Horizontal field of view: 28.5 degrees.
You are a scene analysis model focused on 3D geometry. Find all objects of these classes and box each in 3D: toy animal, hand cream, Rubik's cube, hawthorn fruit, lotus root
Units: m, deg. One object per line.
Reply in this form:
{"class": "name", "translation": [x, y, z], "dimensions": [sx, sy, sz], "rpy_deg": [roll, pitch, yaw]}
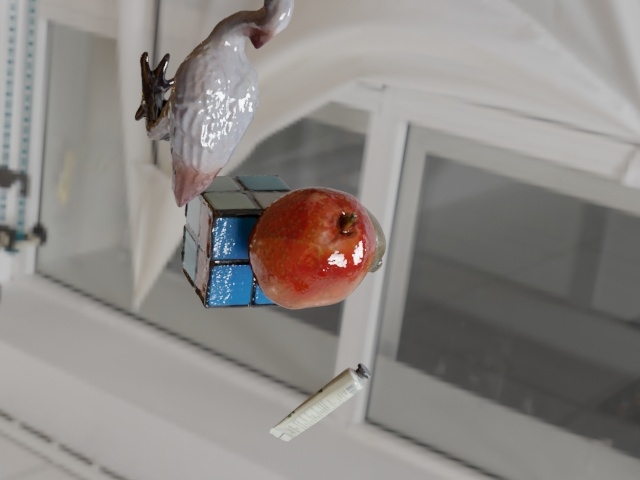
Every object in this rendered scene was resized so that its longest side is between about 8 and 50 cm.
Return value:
{"class": "toy animal", "translation": [-0.112, -0.164, 1.312], "dimensions": [0.090, 0.195, 0.324], "rpy_deg": [4, 155, -35]}
{"class": "hand cream", "translation": [0.003, 0.331, 2.554], "dimensions": [0.080, 0.234, 0.050], "rpy_deg": [37, -162, -51]}
{"class": "Rubik's cube", "translation": [-0.131, 0.000, 2.116], "dimensions": [0.167, 0.183, 0.180], "rpy_deg": [0, -159, -21]}
{"class": "hawthorn fruit", "translation": [0.000, 0.000, 1.926], "dimensions": [0.196, 0.196, 0.225], "rpy_deg": [-4, 162, -34]}
{"class": "lotus root", "translation": [0.054, -0.001, 2.259], "dimensions": [0.120, 0.120, 0.209], "rpy_deg": [25, 163, 43]}
